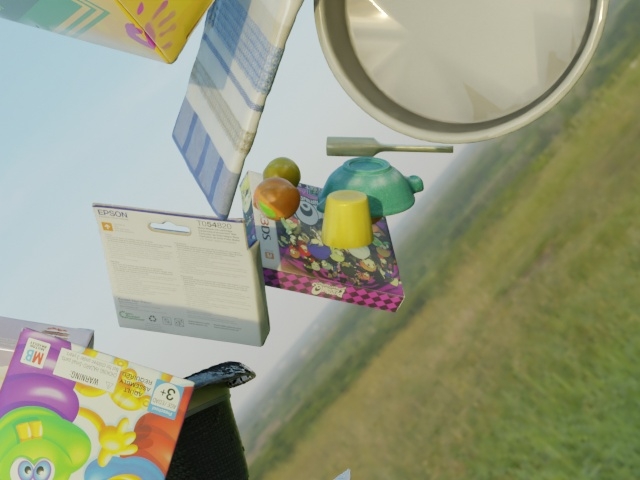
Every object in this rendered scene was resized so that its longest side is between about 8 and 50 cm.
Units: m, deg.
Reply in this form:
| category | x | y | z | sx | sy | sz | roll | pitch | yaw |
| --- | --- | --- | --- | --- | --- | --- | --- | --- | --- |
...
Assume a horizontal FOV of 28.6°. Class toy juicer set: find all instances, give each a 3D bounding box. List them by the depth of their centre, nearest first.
| category | x | y | z | sx | sy | sz | roll | pitch | yaw |
| --- | --- | --- | --- | --- | --- | --- | --- | --- | --- |
| toy juicer set | 0.031 | -0.071 | 1.743 | 0.329 | 0.209 | 0.089 | -37 | -49 | -55 |

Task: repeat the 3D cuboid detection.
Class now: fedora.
| category | x | y | z | sx | sy | sz | roll | pitch | yaw |
| --- | --- | --- | --- | --- | --- | --- | --- | --- | --- |
| fedora | -0.201 | 0.264 | 1.387 | 0.334 | 0.152 | 0.334 | -26 | -7 | -4 |

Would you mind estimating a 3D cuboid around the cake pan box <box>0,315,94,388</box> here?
| category | x | y | z | sx | sy | sz | roll | pitch | yaw |
| --- | --- | --- | --- | --- | --- | --- | --- | --- | --- |
| cake pan box | -0.356 | 0.183 | 1.194 | 0.070 | 0.267 | 0.246 | -84 | 4 | -69 |

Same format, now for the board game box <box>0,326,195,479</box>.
| category | x | y | z | sx | sy | sz | roll | pitch | yaw |
| --- | --- | --- | --- | --- | --- | --- | --- | --- | --- |
| board game box | -0.213 | 0.229 | 0.970 | 0.142 | 0.144 | 0.275 | 135 | 152 | -68 |

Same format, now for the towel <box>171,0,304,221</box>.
| category | x | y | z | sx | sy | sz | roll | pitch | yaw |
| --- | --- | --- | --- | --- | --- | --- | --- | --- | --- |
| towel | -0.088 | -0.191 | 1.344 | 0.209 | 0.034 | 0.285 | 57 | 133 | 53 |

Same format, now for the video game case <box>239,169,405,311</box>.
| category | x | y | z | sx | sy | sz | roll | pitch | yaw |
| --- | --- | --- | --- | --- | --- | --- | --- | --- | --- |
| video game case | 0.000 | 0.000 | 1.861 | 0.210 | 0.232 | 0.042 | -99 | 30 | -45 |

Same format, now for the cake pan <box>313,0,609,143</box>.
| category | x | y | z | sx | sy | sz | roll | pitch | yaw |
| --- | --- | --- | --- | --- | --- | --- | --- | --- | --- |
| cake pan | 0.139 | -0.242 | 1.246 | 0.293 | 0.293 | 0.054 | -50 | -11 | 13 |

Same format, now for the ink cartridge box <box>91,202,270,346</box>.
| category | x | y | z | sx | sy | sz | roll | pitch | yaw |
| --- | --- | --- | --- | --- | --- | --- | --- | --- | --- |
| ink cartridge box | -0.186 | 0.037 | 1.710 | 0.045 | 0.223 | 0.224 | -65 | -23 | -48 |

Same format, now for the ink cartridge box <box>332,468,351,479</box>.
| category | x | y | z | sx | sy | sz | roll | pitch | yaw |
| --- | --- | --- | --- | --- | --- | --- | --- | --- | --- |
| ink cartridge box | -0.005 | 0.403 | 1.688 | 0.104 | 0.060 | 0.180 | 130 | 147 | -55 |

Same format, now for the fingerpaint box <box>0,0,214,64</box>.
| category | x | y | z | sx | sy | sz | roll | pitch | yaw |
| --- | --- | --- | --- | --- | --- | --- | --- | --- | --- |
| fingerpaint box | -0.194 | -0.433 | 1.306 | 0.445 | 0.371 | 0.163 | -57 | -40 | -14 |
